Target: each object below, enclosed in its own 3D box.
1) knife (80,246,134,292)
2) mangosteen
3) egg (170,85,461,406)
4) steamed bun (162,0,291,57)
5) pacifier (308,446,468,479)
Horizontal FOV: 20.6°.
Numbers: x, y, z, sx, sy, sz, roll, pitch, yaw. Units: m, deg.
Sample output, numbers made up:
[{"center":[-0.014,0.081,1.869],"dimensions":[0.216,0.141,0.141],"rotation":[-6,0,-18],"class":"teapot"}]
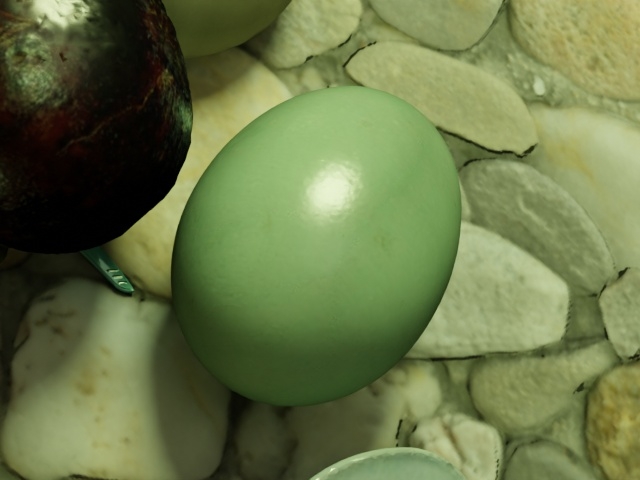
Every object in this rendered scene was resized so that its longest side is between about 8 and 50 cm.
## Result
[{"center":[-0.150,0.001,1.113],"dimensions":[0.091,0.005,0.014],"rotation":[47,57,-2],"class":"knife"},{"center":[-0.184,-0.091,1.032],"dimensions":[0.216,0.216,0.216],"rotation":[11,63,-23],"class":"mangosteen"},{"center":[0.000,0.000,1.094],"dimensions":[0.168,0.168,0.231],"rotation":[37,52,-8],"class":"egg"},{"center":[-0.099,-0.242,1.166],"dimensions":[0.232,0.145,0.231],"rotation":[11,64,-23],"class":"steamed bun"},{"center":[0.104,0.247,0.996],"dimensions":[0.299,0.233,0.244],"rotation":[26,61,-14],"class":"pacifier"}]
